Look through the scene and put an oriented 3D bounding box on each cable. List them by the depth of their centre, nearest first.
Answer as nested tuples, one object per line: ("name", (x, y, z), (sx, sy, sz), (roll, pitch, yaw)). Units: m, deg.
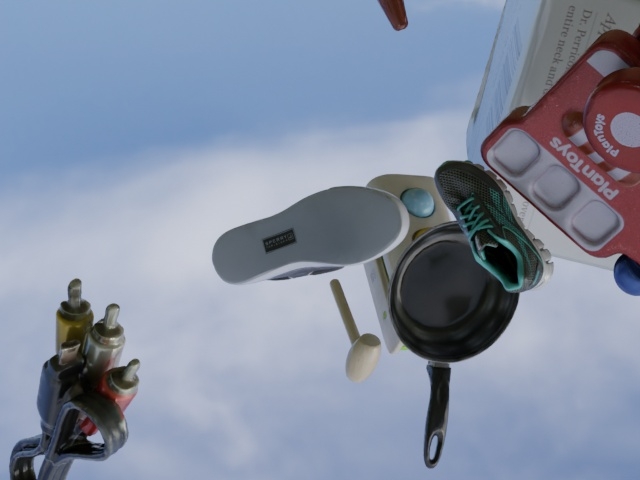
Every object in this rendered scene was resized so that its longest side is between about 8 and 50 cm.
("cable", (-0.214, 0.169, 1.447), (0.072, 0.287, 0.139), (-20, -121, -30))

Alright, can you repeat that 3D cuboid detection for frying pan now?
("frying pan", (0.189, 0.126, 2.183), (0.197, 0.326, 0.053), (-19, -160, -17))

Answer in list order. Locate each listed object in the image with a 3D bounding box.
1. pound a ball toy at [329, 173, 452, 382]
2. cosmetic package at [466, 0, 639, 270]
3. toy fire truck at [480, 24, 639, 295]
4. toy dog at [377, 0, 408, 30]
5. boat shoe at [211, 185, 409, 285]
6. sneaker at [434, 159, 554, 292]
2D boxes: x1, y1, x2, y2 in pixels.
("pound a ball toy", (0.119, 0.049, 2.420), (0.208, 0.136, 0.319), (3, -129, -22))
("cosmetic package", (0.402, -0.162, 1.921), (0.394, 0.329, 0.327), (14, -155, -2))
("toy fire truck", (0.336, -0.064, 1.602), (0.302, 0.254, 0.169), (41, -134, -2))
("toy dog", (0.113, -0.326, 1.514), (0.334, 0.161, 0.220), (-36, 180, 37))
("boat shoe", (0.000, 0.000, 1.608), (0.228, 0.080, 0.076), (-19, 170, 33))
("sneaker", (0.174, -0.014, 1.668), (0.166, 0.065, 0.076), (49, -153, 6))
